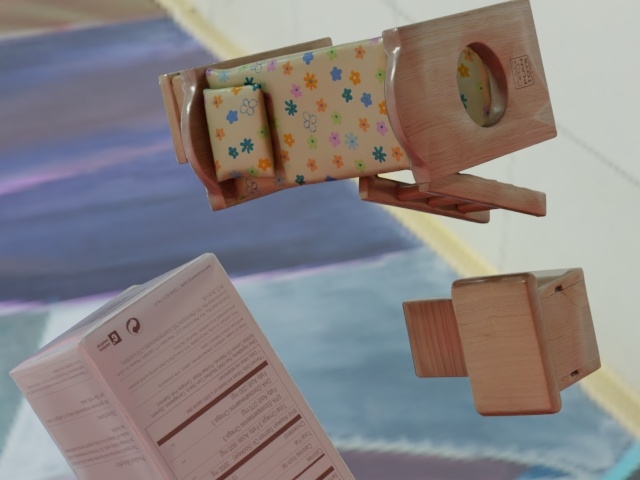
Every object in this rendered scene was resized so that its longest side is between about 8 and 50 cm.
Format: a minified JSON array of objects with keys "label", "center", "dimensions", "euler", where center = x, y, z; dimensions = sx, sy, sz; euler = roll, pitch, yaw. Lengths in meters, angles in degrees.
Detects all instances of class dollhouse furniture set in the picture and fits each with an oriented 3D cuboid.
[{"label":"dollhouse furniture set","center":[0.000,0.000,0.732],"dimensions":[0.182,0.101,0.161],"euler":[-7,98,40]}]

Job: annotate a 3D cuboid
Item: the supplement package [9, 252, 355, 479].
[{"label":"supplement package","center":[-0.075,0.115,1.029],"dimensions":[0.105,0.105,0.179],"euler":[-22,101,55]}]
